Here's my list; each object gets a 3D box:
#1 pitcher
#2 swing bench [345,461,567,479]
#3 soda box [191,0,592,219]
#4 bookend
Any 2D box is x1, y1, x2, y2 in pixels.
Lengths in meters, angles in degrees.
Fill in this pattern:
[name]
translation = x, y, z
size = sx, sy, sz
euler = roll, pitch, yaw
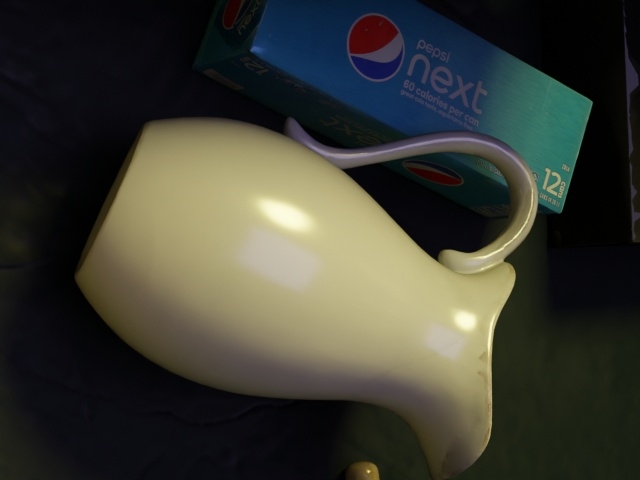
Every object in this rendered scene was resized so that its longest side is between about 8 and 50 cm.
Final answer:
[pitcher]
translation = 0.000, 0.000, 0.802
size = 0.207, 0.125, 0.178
euler = 24, 68, -10
[swing bench]
translation = 0.130, 0.252, 0.811
size = 0.165, 0.253, 0.255
euler = 10, 83, -30
[soda box]
translation = 0.043, -0.083, 0.877
size = 0.210, 0.067, 0.071
euler = 25, 75, -28
[bookend]
translation = 0.217, -0.075, 0.979
size = 0.156, 0.072, 0.157
euler = -2, 89, -32
